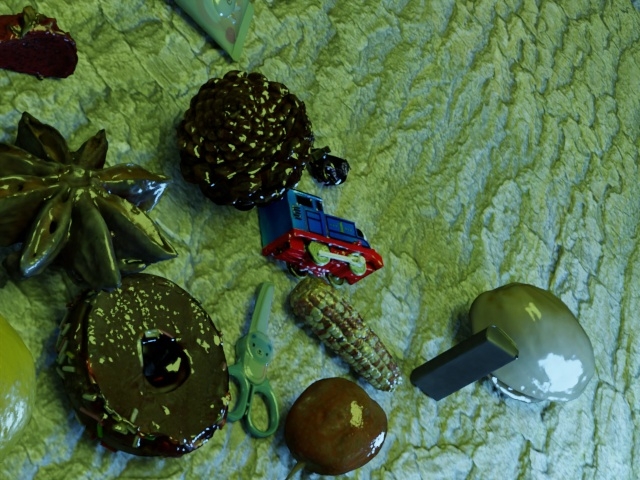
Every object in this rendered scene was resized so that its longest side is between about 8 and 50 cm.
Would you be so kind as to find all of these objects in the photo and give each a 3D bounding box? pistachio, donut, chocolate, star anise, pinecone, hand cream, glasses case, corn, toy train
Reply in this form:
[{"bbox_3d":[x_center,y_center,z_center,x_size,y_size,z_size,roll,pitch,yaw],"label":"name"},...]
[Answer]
[{"bbox_3d":[0.379,0.191,2.337,0.288,0.166,0.197,45,64,-24],"label":"pistachio"},{"bbox_3d":[-0.235,0.169,1.726,0.269,0.103,0.270,24,52,-34],"label":"donut"},{"bbox_3d":[-0.004,-0.150,2.218,0.147,0.070,0.072,43,69,-19],"label":"chocolate"},{"bbox_3d":[-0.341,-0.044,1.705,0.331,0.118,0.332,17,35,-12],"label":"star anise"},{"bbox_3d":[-0.109,-0.146,1.992,0.221,0.221,0.221,27,49,-34],"label":"pinecone"},{"bbox_3d":[-0.225,-0.442,2.160,0.306,0.093,0.147,43,41,-33],"label":"hand cream"},{"bbox_3d":[0.237,0.205,2.146,0.072,0.190,0.042,42,41,-15],"label":"glasses case"},{"bbox_3d":[0.044,0.155,2.065,0.237,0.079,0.079,49,39,-17],"label":"corn"},{"bbox_3d":[0.000,0.000,2.107,0.204,0.082,0.131,16,53,-41],"label":"toy train"}]

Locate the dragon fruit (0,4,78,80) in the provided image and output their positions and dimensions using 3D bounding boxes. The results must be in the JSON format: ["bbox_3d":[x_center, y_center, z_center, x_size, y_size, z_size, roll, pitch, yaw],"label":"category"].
[{"bbox_3d":[-0.409,-0.293,1.834,0.162,0.106,0.083,10,58,-41],"label":"dragon fruit"}]

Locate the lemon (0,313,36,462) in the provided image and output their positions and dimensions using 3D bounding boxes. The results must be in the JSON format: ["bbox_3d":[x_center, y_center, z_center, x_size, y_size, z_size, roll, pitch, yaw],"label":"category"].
[{"bbox_3d":[-0.440,0.170,1.404,0.288,0.233,0.233,-19,81,-49],"label":"lemon"}]

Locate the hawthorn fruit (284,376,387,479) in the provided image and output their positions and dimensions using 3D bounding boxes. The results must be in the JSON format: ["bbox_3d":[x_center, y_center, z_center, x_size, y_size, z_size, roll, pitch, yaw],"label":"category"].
[{"bbox_3d":[0.017,0.281,1.892,0.149,0.149,0.189,54,34,-7],"label":"hawthorn fruit"}]

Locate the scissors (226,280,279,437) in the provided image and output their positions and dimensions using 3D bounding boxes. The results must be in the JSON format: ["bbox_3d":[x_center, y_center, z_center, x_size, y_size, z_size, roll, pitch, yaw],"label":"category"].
[{"bbox_3d":[-0.098,0.168,1.932,0.125,0.030,0.256,35,46,-30],"label":"scissors"}]
